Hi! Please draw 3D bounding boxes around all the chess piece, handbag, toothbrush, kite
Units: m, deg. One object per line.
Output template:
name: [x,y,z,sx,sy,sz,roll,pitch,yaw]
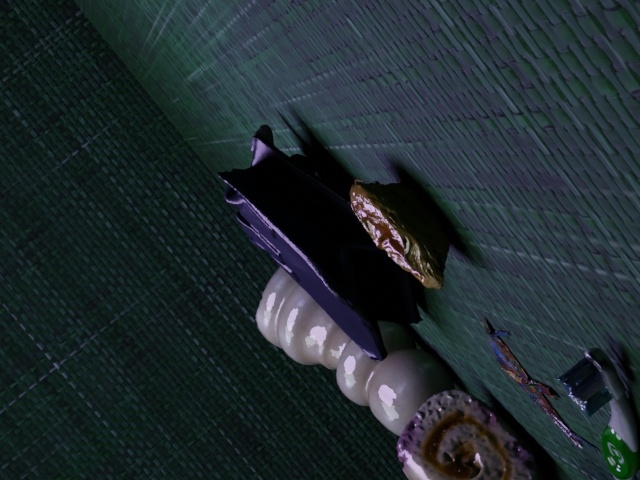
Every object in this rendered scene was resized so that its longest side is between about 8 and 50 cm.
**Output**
chess piece: [0.068,0.166,1.905,0.330,0.182,0.182,39,168,36]
handbag: [0.000,0.000,1.531,0.269,0.118,0.326,42,171,17]
toothbrush: [0.260,0.180,1.081,0.042,0.040,0.418,50,179,33]
kite: [0.214,0.148,1.325,0.183,0.010,0.160,52,174,-11]

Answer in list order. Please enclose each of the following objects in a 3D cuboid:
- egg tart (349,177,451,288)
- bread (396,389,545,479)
egg tart: [0.077,-0.012,1.163,0.130,0.052,0.130,49,173,8]
bread: [0.225,0.340,1.744,0.187,0.155,0.338,38,167,28]
